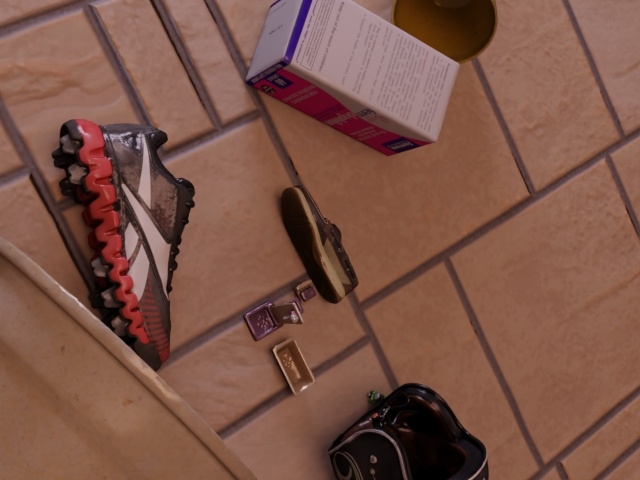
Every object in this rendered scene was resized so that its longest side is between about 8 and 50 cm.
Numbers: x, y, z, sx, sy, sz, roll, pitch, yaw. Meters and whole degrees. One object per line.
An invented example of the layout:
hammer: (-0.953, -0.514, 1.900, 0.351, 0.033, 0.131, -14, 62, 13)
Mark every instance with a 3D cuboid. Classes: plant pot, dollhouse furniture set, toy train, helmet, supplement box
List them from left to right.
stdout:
plant pot: (-0.268, 0.221, 0.771, 0.305, 0.334, 0.334, -47, 106, -17)
dollhouse furniture set: (-0.014, 0.114, 1.039, 0.091, 0.081, 0.114, -29, 99, -27)
supplement box: (0.040, -0.202, 1.083, 0.220, 0.111, 0.114, 23, 75, -24)
toy train: (0.095, 0.208, 1.120, 0.083, 0.023, 0.017, 30, 72, -23)
helmet: (0.105, 0.265, 1.035, 0.169, 0.169, 0.161, -37, 84, -26)
plant pot: (0.164, -0.309, 1.162, 0.134, 0.134, 0.095, 38, 42, -20)

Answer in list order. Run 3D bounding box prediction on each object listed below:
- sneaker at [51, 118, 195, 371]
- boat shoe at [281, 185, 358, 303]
sneaker: (-0.186, 0.000, 0.950, 0.135, 0.097, 0.276, -14, 90, -26)
boat shoe: (0.000, 0.000, 1.078, 0.049, 0.056, 0.152, -31, 109, -32)
